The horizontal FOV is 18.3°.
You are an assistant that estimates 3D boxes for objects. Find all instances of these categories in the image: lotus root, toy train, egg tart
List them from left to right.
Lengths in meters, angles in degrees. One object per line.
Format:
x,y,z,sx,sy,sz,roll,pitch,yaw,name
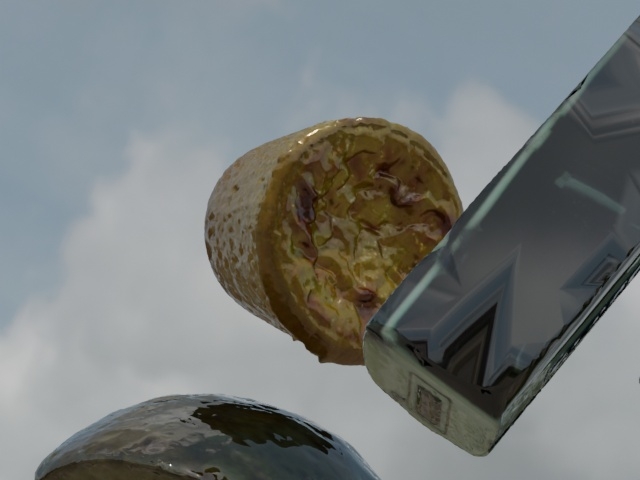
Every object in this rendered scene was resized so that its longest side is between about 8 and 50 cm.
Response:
-0.044,0.176,1.406,0.142,0.210,0.314,-41,-15,18,lotus root
0.000,0.000,1.609,0.202,0.202,0.147,34,-18,-29,egg tart
0.113,-0.038,0.643,0.055,0.252,0.048,36,-21,20,toy train

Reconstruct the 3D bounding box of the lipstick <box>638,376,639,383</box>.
0.232,0.096,1.002,0.077,0.076,0.290,22,-10,27,lipstick
